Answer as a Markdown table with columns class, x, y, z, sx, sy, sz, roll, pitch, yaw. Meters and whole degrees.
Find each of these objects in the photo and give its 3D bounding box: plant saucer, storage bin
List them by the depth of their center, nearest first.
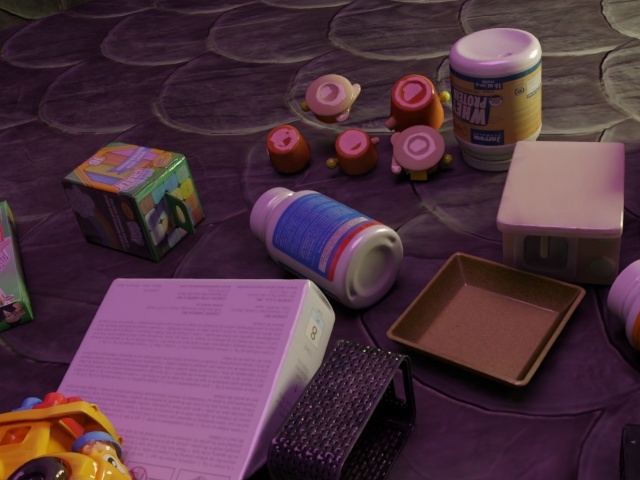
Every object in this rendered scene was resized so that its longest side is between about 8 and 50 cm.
| class | x | y | z | sx | sy | sz | roll | pitch | yaw |
| --- | --- | --- | --- | --- | --- | --- | --- | --- | --- |
| storage bin | 0.028 | 0.209 | 0.865 | 0.084 | 0.122 | 0.180 | 10 | 41 | 27 |
| plant saucer | 0.211 | 0.106 | 1.019 | 0.189 | 0.045 | 0.188 | 17 | 45 | 34 |

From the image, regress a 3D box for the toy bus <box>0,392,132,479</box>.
| class | x | y | z | sx | sy | sz | roll | pitch | yaw |
| --- | --- | --- | --- | --- | --- | --- | --- | --- | --- |
| toy bus | -0.275 | 0.237 | 0.824 | 0.220 | 0.149 | 0.211 | -12 | 35 | 17 |

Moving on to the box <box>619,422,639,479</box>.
| class | x | y | z | sx | sy | sz | roll | pitch | yaw |
| --- | --- | --- | --- | --- | --- | --- | --- | --- | --- |
| box | 0.417 | 0.301 | 0.685 | 0.294 | 0.073 | 0.295 | 1 | 39 | 17 |

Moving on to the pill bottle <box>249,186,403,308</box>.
| class | x | y | z | sx | sy | sz | roll | pitch | yaw |
| --- | --- | --- | --- | --- | --- | --- | --- | --- | --- |
| pill bottle | 0.000 | 0.000 | 1.151 | 0.124 | 0.124 | 0.222 | -34 | 43 | -28 |

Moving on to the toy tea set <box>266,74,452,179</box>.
| class | x | y | z | sx | sy | sz | roll | pitch | yaw |
| --- | --- | --- | --- | --- | --- | --- | --- | --- | --- |
| toy tea set | 0.071 | -0.187 | 1.426 | 0.336 | 0.124 | 0.199 | 4 | 68 | 14 |

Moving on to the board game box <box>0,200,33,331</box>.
| class | x | y | z | sx | sy | sz | roll | pitch | yaw |
| --- | --- | --- | --- | --- | --- | --- | --- | --- | --- |
| board game box | -0.591 | 0.060 | 1.295 | 0.214 | 0.046 | 0.317 | -20 | 37 | -13 |

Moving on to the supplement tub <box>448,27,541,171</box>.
| class | x | y | z | sx | sy | sz | roll | pitch | yaw |
| --- | --- | --- | --- | --- | --- | --- | --- | --- | --- |
| supplement tub | 0.288 | -0.229 | 1.317 | 0.145 | 0.199 | 0.144 | -8 | 36 | 6 |

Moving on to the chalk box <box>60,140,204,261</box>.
| class | x | y | z | sx | sy | sz | roll | pitch | yaw |
| --- | --- | --- | --- | --- | --- | --- | --- | --- | --- |
| chalk box | -0.284 | -0.063 | 1.307 | 0.213 | 0.132 | 0.132 | 14 | 43 | 28 |

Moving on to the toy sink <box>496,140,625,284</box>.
| class | x | y | z | sx | sy | sz | roll | pitch | yaw |
| --- | --- | --- | --- | --- | --- | --- | --- | --- | --- |
| toy sink | 0.330 | -0.026 | 1.094 | 0.153 | 0.131 | 0.234 | 3 | 34 | 19 |

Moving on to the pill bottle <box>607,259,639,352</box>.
| class | x | y | z | sx | sy | sz | roll | pitch | yaw |
| --- | --- | --- | --- | --- | --- | --- | --- | --- | --- |
| pill bottle | 0.429 | 0.107 | 0.899 | 0.117 | 0.117 | 0.215 | -25 | 38 | -17 |

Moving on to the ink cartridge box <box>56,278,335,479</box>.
| class | x | y | z | sx | sy | sz | roll | pitch | yaw |
| --- | --- | --- | --- | --- | --- | --- | --- | --- | --- |
| ink cartridge box | -0.179 | 0.221 | 0.931 | 0.308 | 0.091 | 0.384 | -1 | 54 | 28 |
